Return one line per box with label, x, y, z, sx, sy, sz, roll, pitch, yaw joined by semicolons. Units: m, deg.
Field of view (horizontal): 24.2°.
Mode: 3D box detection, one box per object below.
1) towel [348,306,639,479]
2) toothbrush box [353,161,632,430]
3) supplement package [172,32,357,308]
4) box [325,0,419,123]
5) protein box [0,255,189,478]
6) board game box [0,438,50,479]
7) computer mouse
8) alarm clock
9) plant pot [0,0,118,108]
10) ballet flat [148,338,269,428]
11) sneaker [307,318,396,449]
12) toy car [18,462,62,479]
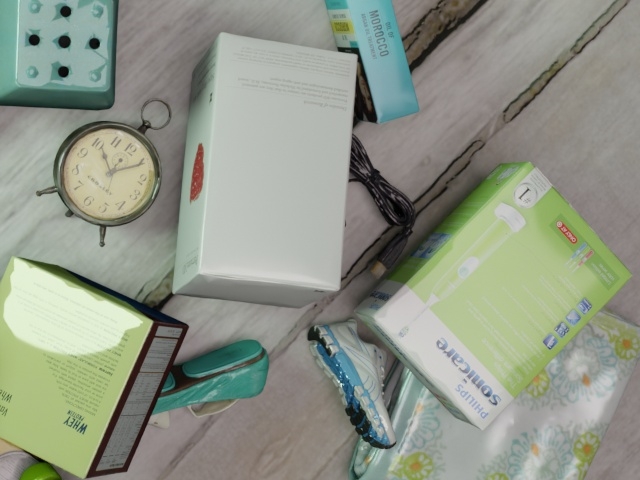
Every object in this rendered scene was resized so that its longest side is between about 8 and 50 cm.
towel;0.248;0.222;2.045;0.320;0.090;0.374;26;90;-18
toothbrush box;0.220;0.067;1.915;0.283;0.122;0.206;-46;99;-8
supplement package;-0.070;-0.078;1.817;0.175;0.177;0.293;7;78;-15
box;0.055;-0.275;1.912;0.060;0.100;0.244;-18;102;-13
protein box;-0.301;0.153;1.798;0.200;0.136;0.201;23;90;15
board game box;-0.479;0.275;1.852;0.243;0.042;0.165;42;84;-18
computer mouse;0.000;0.000;1.954;0.184;0.060;0.262;44;73;-10
alarm clock;-0.253;-0.099;1.859;0.129;0.064;0.192;41;87;-18
plant pot;-0.313;-0.232;1.733;0.166;0.234;0.165;1;97;-17
ballet flat;-0.182;0.197;1.916;0.247;0.083;0.087;-12;115;-13
sneaker;0.062;0.182;1.962;0.083;0.071;0.190;-19;70;-26
toy car;-0.326;0.399;1.847;0.149;0.155;0.188;-35;139;-17
